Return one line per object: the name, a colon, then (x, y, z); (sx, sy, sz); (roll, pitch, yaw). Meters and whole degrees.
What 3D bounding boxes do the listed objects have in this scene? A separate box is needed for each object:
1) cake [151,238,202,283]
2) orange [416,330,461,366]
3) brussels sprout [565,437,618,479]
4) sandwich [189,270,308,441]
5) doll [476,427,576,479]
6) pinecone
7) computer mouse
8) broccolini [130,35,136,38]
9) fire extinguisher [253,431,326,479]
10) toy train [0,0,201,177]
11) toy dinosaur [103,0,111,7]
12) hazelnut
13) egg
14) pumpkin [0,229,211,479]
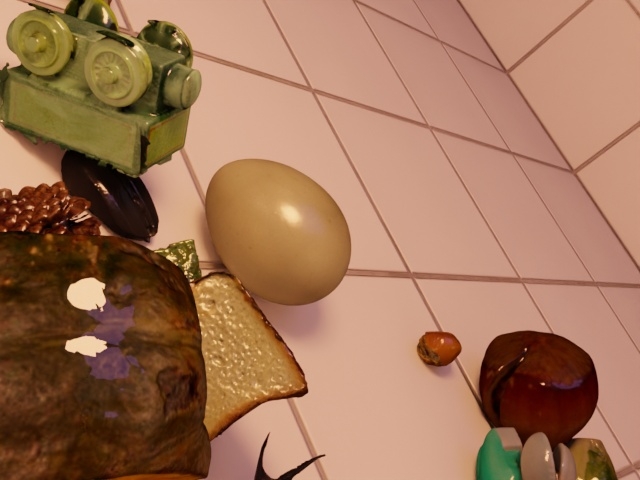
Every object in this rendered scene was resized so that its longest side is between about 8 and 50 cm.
cake: (-0.149, 0.117, 0.997); (0.099, 0.100, 0.235); (-29, 78, -20)
orange: (0.216, 0.197, 1.445); (0.086, 0.086, 0.062); (14, 68, -45)
brussels sprout: (0.474, 0.449, 1.431); (0.145, 0.131, 0.183); (-10, 82, -49)
sandwich: (-0.145, 0.153, 0.899); (0.186, 0.215, 0.065); (52, -11, 10)
doll: (0.333, 0.433, 1.289); (0.153, 0.195, 0.258); (2, 75, -9)
pinecone: (-0.311, 0.018, 0.888); (0.173, 0.173, 0.173); (33, 34, -26)
computer mouse: (-0.284, -0.071, 1.104); (0.172, 0.057, 0.099); (46, 28, 0)
broccolini: (-0.347, -0.331, 1.350); (0.042, 0.044, 0.218); (41, 22, 17)
fire extinguisher: (0.029, 0.373, 0.938); (0.344, 0.138, 0.102); (48, 6, -4)
toy train: (-0.293, -0.210, 1.066); (0.272, 0.188, 0.159); (20, 28, 11)
toy dinosaur: (-0.391, -0.436, 1.316); (0.393, 0.092, 0.205); (47, 17, 22)
hazelnut: (0.401, 0.276, 1.485); (0.217, 0.217, 0.251); (36, 9, -22)
egg: (-0.067, -0.017, 1.199); (0.253, 0.188, 0.188); (47, 30, 8)
pumpkin: (-0.256, 0.130, 0.714); (0.256, 0.303, 0.225); (50, 21, -63)
